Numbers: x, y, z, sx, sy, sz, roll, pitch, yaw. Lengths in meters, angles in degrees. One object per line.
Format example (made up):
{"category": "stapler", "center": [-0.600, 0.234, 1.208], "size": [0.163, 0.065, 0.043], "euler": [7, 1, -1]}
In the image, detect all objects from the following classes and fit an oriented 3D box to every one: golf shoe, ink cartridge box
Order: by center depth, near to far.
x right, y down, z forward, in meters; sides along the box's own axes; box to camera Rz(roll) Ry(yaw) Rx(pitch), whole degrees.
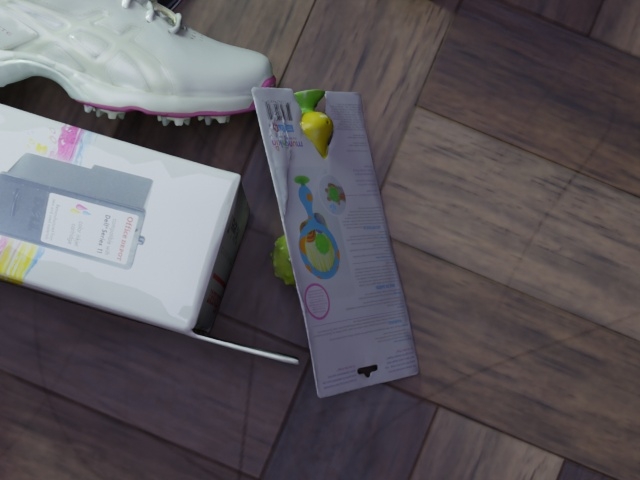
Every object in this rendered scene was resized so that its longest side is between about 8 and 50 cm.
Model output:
{"category": "ink cartridge box", "center": [-0.168, -0.012, 0.941], "size": [0.353, 0.207, 0.119], "euler": [17, 85, 0]}
{"category": "golf shoe", "center": [-0.178, -0.173, 0.978], "size": [0.306, 0.115, 0.140], "euler": [9, 109, -10]}

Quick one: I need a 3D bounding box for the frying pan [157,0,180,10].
{"category": "frying pan", "center": [-0.207, -0.326, 1.058], "size": [0.197, 0.053, 0.326], "euler": [-13, 87, -3]}

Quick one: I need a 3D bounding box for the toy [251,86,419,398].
{"category": "toy", "center": [0.000, 0.000, 1.003], "size": [0.056, 0.137, 0.237], "euler": [-12, 86, 38]}
